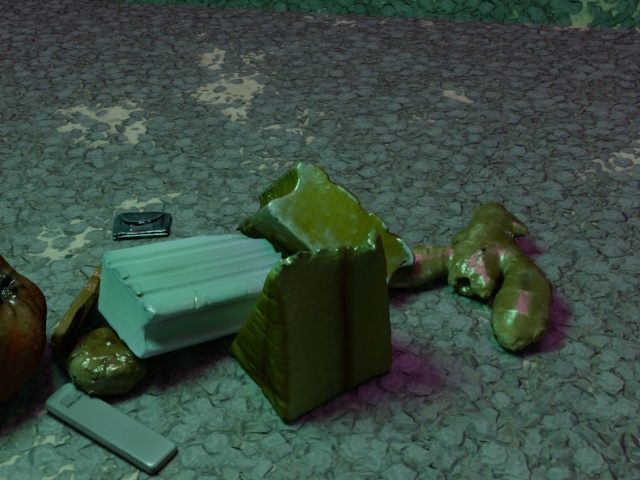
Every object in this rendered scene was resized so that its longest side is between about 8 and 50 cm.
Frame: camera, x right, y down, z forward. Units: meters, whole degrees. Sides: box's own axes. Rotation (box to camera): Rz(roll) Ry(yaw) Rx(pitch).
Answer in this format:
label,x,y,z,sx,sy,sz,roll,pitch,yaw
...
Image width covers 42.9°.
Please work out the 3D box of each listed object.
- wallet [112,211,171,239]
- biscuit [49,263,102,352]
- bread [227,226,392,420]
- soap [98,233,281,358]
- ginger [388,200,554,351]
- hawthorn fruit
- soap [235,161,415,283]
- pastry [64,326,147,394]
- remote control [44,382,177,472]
label,x,y,z,sx,sy,sz,roll,pitch,yaw
wallet,-0.410,-0.038,1.869,0.129,0.026,0.088,-4,37,-3
biscuit,-0.453,0.133,1.523,0.043,0.183,0.280,28,4,-13
bread,-0.021,0.090,1.392,0.233,0.362,0.245,-22,43,-24
soap,-0.228,0.088,1.541,0.346,0.115,0.208,-12,39,-40
ginger,0.349,0.040,1.643,0.363,0.122,0.348,18,49,42
hawthorn fruit,-0.637,0.180,1.411,0.287,0.330,0.287,39,18,-15
soap,0.000,0.000,1.714,0.304,0.338,0.169,40,73,-9
pastry,-0.384,0.217,1.465,0.153,0.081,0.153,4,34,-3
remote control,-0.359,0.317,1.384,0.260,0.029,0.067,22,40,26
